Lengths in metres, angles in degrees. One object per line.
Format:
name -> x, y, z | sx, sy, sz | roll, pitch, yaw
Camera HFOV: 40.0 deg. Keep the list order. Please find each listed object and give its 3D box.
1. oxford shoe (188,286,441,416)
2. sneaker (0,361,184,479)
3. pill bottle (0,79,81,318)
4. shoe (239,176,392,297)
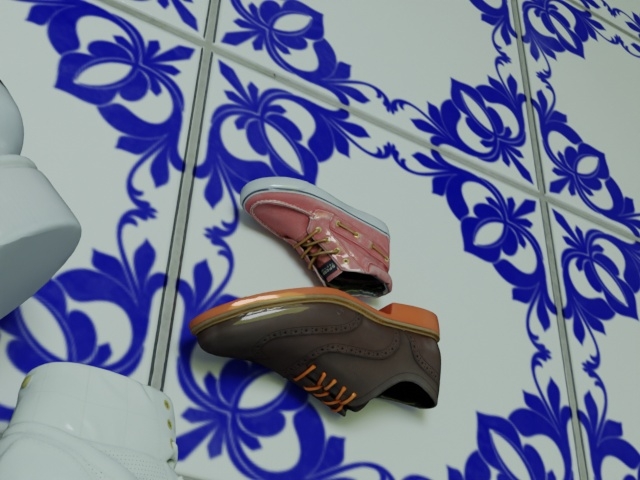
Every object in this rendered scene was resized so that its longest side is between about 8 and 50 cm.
oxford shoe -> 0.009, 0.106, 0.805 | 0.271, 0.097, 0.098 | 9, 62, -32
sneaker -> -0.106, 0.200, 0.645 | 0.292, 0.108, 0.169 | 42, 27, -27
pill bottle -> -0.341, -0.099, 0.611 | 0.361, 0.204, 0.204 | 51, 45, 5
shoe -> 0.000, 0.000, 0.889 | 0.178, 0.063, 0.081 | 21, 45, -29
